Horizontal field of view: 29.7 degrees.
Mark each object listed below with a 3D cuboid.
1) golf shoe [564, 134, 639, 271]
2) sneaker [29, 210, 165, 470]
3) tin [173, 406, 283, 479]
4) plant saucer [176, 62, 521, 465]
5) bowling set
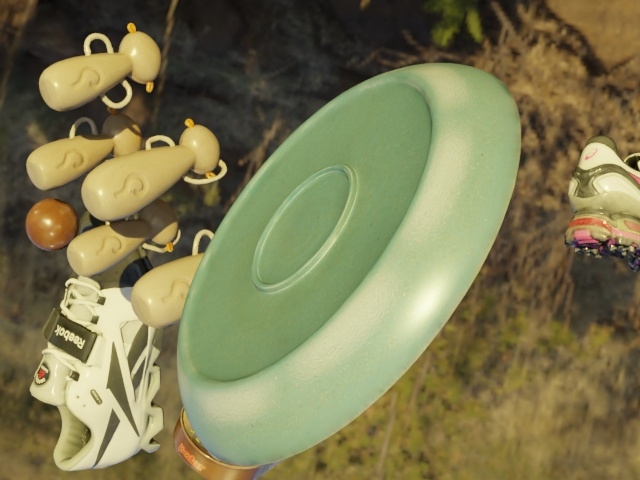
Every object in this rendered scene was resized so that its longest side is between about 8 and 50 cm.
[{"bbox_3d":[0.245,-0.019,0.874,0.067,0.086,0.186,-2,166,41],"label":"golf shoe"},{"bbox_3d":[-0.268,0.126,1.407,0.146,0.330,0.122,-18,-155,-39],"label":"sneaker"},{"bbox_3d":[-0.075,0.192,1.266,0.106,0.040,0.189,43,-146,18],"label":"tin"},{"bbox_3d":[0.000,0.000,0.813,0.043,0.317,0.317,37,158,-24],"label":"plant saucer"},{"bbox_3d":[-0.198,-0.060,1.195,0.200,0.154,0.287,-3,111,49],"label":"bowling set"}]
